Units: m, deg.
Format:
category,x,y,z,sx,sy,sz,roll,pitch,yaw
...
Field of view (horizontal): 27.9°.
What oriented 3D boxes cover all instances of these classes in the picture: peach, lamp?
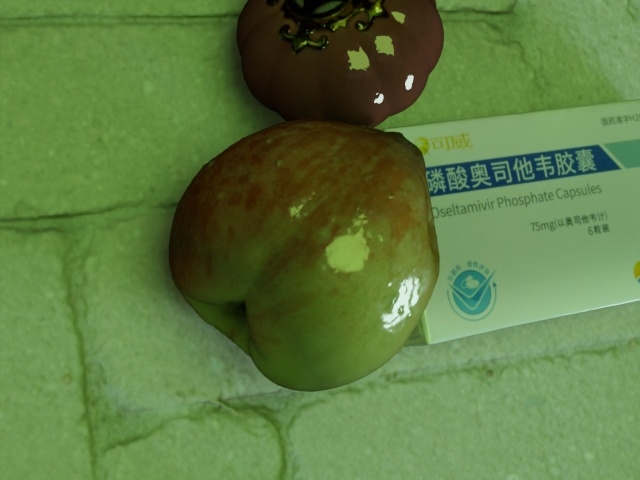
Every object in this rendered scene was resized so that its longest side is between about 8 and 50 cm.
category,x,y,z,sx,sy,sz,roll,pitch,yaw
peach,0.000,0.000,1.046,0.232,0.232,0.232,5,79,-25
lamp,0.018,-0.171,1.117,0.182,0.140,0.182,-7,60,13

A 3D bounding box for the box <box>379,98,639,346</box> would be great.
category,x,y,z,sx,sy,sz,roll,pitch,yaw
box,0.211,-0.025,1.228,0.343,0.065,0.200,-9,85,-26
